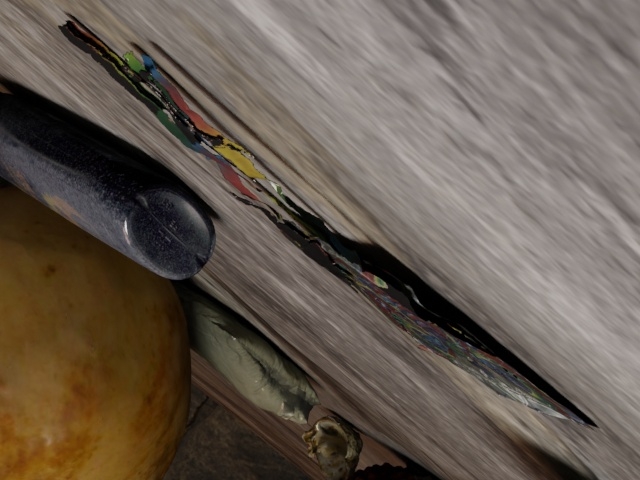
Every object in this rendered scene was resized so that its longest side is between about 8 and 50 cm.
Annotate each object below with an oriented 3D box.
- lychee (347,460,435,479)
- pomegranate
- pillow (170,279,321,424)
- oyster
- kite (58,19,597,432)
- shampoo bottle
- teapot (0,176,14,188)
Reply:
[{"bbox_3d":[0.067,0.295,1.579,0.188,0.188,0.188,36,172,6],"label":"lychee"},{"bbox_3d":[-0.273,0.110,1.426,0.338,0.338,0.338,36,172,6],"label":"pomegranate"},{"bbox_3d":[-0.110,0.075,1.541,0.229,0.050,0.148,29,159,40],"label":"pillow"},{"bbox_3d":[0.015,0.209,1.684,0.038,0.083,0.080,19,143,-35],"label":"oyster"},{"bbox_3d":[0.000,0.000,0.774,0.285,0.015,0.152,41,170,-27],"label":"kite"},{"bbox_3d":[-0.151,-0.041,1.055,0.233,0.049,0.087,28,166,48],"label":"shampoo bottle"},{"bbox_3d":[-0.294,-0.073,1.478,0.064,0.064,0.083,24,135,28],"label":"teapot"}]
